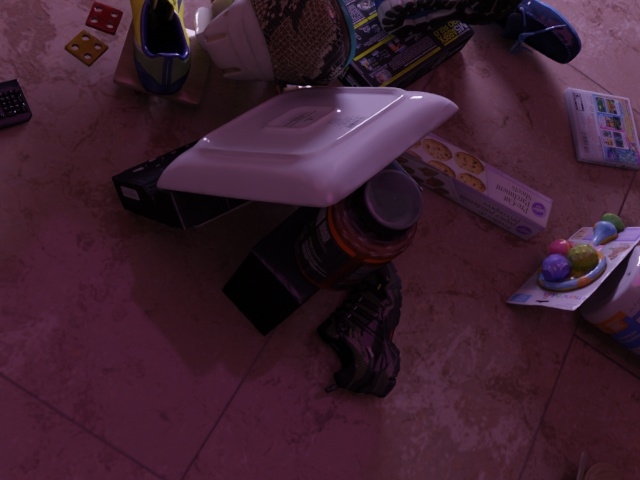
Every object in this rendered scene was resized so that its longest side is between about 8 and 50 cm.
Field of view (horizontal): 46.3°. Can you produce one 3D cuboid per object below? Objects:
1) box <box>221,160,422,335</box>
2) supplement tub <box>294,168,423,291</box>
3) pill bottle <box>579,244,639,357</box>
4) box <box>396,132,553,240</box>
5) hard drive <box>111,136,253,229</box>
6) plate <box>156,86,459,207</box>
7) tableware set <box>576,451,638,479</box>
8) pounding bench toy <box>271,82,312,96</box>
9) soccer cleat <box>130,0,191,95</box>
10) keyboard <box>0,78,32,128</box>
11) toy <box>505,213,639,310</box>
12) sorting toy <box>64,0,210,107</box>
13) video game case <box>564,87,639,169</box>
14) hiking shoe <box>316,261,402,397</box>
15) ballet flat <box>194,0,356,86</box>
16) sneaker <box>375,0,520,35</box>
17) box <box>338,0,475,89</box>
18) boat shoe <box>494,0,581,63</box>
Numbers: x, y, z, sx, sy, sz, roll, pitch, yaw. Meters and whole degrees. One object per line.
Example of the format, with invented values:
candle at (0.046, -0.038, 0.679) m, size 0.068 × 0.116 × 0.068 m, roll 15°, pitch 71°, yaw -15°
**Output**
box at (0.000, 0.000, 1.073) m, size 0.103 × 0.184 × 0.261 m, roll 46°, pitch 62°, yaw 4°
supplement tub at (0.046, -0.013, 0.879) m, size 0.105 × 0.198 × 0.106 m, roll 7°, pitch 69°, yaw -19°
pill bottle at (0.582, 0.140, 1.231) m, size 0.272 × 0.152 × 0.152 m, roll 35°, pitch 61°, yaw -2°
box at (0.236, -0.108, 1.267) m, size 0.323 × 0.063 × 0.067 m, roll 28°, pitch 63°, yaw -6°
hard drive at (-0.101, -0.120, 1.068) m, size 0.338 × 0.236 × 0.064 m, roll -29°, pitch 114°, yaw -27°
plate at (-0.018, -0.129, 0.896) m, size 0.277 × 0.277 × 0.045 m, roll -38°, pitch 125°, yaw -40°
tableware set at (0.400, 0.426, 1.114) m, size 0.128 × 0.039 × 0.194 m, roll 30°, pitch 67°, yaw -18°
pounding bench toy at (-0.044, -0.263, 1.225) m, size 0.052 × 0.083 × 0.065 m, roll -8°, pitch 70°, yaw -22°
soccer cleat at (-0.242, -0.358, 1.122) m, size 0.093 × 0.121 × 0.289 m, roll -4°, pitch 69°, yaw -20°
keyboard at (-0.519, -0.193, 1.060) m, size 0.192 × 0.038 × 0.100 m, roll -22°, pitch 77°, yaw -26°
toy at (0.418, 0.024, 1.230) m, size 0.237 × 0.136 × 0.056 m, roll -34°, pitch 109°, yaw -29°
sorting toy at (-0.255, -0.278, 1.180) m, size 0.274 × 0.046 × 0.132 m, roll 15°, pitch 64°, yaw -13°
video game case at (0.547, -0.215, 1.446) m, size 0.143 × 0.019 × 0.157 m, roll 6°, pitch 66°, yaw -17°
hiking shoe at (0.055, 0.113, 1.099) m, size 0.114 × 0.086 × 0.227 m, roll 8°, pitch 67°, yaw -20°
ballet flat at (-0.091, -0.311, 1.086) m, size 0.181 × 0.483 × 0.164 m, roll -18°, pitch 119°, yaw -5°
sneaker at (0.239, -0.464, 1.312) m, size 0.329 × 0.130 × 0.147 m, roll -12°, pitch 74°, yaw -21°
box at (0.115, -0.381, 1.345) m, size 0.270 × 0.060 × 0.216 m, roll -38°, pitch 84°, yaw -28°
boat shoe at (0.374, -0.414, 1.438) m, size 0.258 × 0.109 × 0.089 m, roll 41°, pitch 67°, yaw 20°
